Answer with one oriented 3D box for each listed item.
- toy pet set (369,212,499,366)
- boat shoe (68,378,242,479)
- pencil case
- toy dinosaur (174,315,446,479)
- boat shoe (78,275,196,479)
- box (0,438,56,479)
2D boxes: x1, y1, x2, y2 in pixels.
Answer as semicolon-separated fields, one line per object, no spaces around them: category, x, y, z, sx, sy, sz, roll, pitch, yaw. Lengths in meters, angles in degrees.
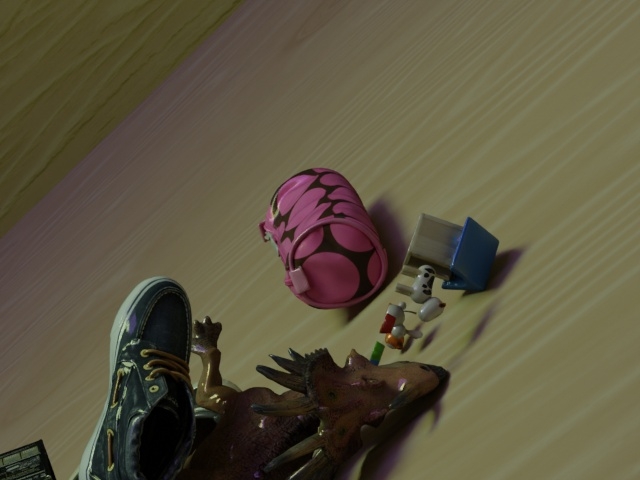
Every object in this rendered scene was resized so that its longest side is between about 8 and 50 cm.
toy pet set;0.088;0.044;1.465;0.122;0.065;0.114;104;-174;-73
boat shoe;-0.158;0.213;1.670;0.233;0.084;0.079;-42;16;15
pencil case;0.000;0.000;1.737;0.098;0.095;0.209;-14;13;-3
toy dinosaur;-0.058;0.176;1.419;0.296;0.127;0.200;-57;23;-8
boat shoe;-0.116;0.105;1.400;0.083;0.065;0.183;-23;48;52
box;-0.343;0.277;1.898;0.180;0.077;0.147;-19;12;-9
